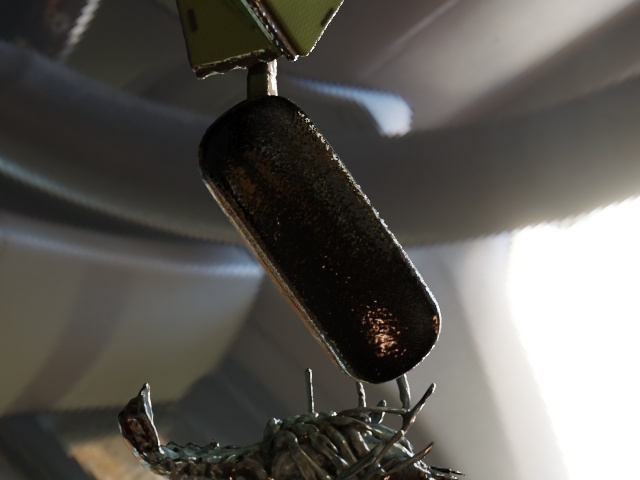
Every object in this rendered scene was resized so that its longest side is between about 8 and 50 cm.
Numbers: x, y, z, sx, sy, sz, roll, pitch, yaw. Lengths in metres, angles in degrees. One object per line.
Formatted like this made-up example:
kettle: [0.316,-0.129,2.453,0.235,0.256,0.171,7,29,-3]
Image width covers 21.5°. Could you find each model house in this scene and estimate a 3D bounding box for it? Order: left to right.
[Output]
model house: [-0.070,-0.235,1.737,0.205,0.278,0.218,-11,146,20]

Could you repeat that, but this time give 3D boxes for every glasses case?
glasses case: [0.000,0.000,1.408,0.103,0.266,0.067,-37,-172,-14]

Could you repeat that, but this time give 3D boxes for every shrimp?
shrimp: [-0.022,0.231,1.902,0.411,0.166,0.221,-4,-172,-14]
